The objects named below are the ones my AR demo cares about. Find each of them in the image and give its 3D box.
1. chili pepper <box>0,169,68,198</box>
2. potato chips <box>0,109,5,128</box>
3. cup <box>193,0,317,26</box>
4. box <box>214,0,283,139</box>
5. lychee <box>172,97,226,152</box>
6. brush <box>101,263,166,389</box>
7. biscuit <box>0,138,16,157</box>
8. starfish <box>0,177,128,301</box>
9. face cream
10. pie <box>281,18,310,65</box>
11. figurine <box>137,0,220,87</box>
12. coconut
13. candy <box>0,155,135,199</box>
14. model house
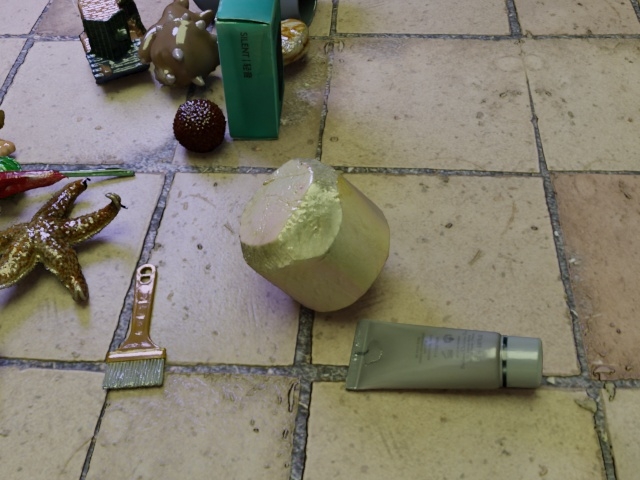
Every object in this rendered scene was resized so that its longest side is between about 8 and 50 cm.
[{"bbox_3d":[-0.636,-0.108,1.438,0.268,0.050,0.059,-8,76,3],"label":"chili pepper"},{"bbox_3d":[-0.857,-0.193,1.506,0.080,0.057,0.407,23,41,37],"label":"potato chips"},{"bbox_3d":[-0.172,-0.675,1.889,0.312,0.205,0.205,10,50,13],"label":"cup"},{"bbox_3d":[-0.144,-0.397,1.570,0.118,0.311,0.205,0,49,1],"label":"box"},{"bbox_3d":[-0.261,-0.251,1.578,0.123,0.129,0.123,5,76,-23],"label":"lychee"},{"bbox_3d":[-0.324,0.146,1.302,0.103,0.013,0.272,-4,48,-1],"label":"brush"},{"bbox_3d":[-0.797,-0.170,1.551,0.160,0.030,0.249,17,38,24],"label":"biscuit"},{"bbox_3d":[-0.514,-0.007,1.388,0.303,0.113,0.312,-22,48,-15],"label":"starfish"},{"bbox_3d":[0.202,0.191,1.194,0.315,0.089,0.143,2,49,15],"label":"face cream"},{"bbox_3d":[-0.117,-0.482,1.786,0.179,0.084,0.205,-23,35,-12],"label":"pie"},{"bbox_3d":[-0.312,-0.472,1.735,0.173,0.177,0.247,1,39,29],"label":"figurine"},{"bbox_3d":[0.000,0.000,1.277,0.239,0.244,0.239,-31,39,28],"label":"coconut"},{"bbox_3d":[-0.558,-0.138,1.530,0.324,0.097,0.097,-5,48,-11],"label":"candy"},{"bbox_3d":[-0.494,-0.477,1.744,0.167,0.183,0.172,-17,48,-10],"label":"model house"}]
